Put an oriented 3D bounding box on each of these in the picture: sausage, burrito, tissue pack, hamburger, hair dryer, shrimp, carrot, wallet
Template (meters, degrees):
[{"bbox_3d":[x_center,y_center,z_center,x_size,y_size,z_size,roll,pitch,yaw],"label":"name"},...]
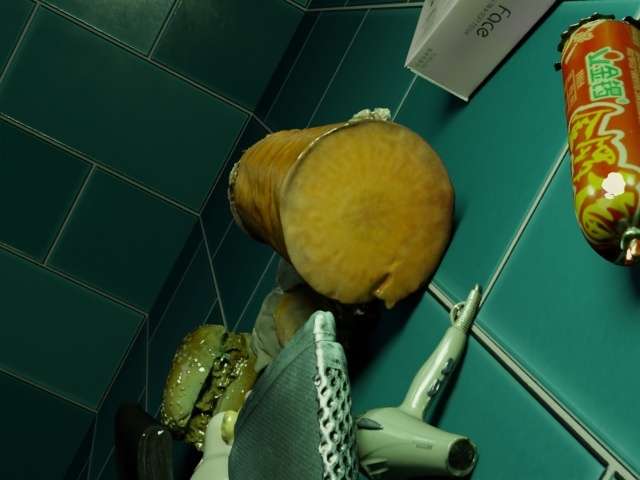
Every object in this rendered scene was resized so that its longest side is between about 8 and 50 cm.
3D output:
[{"bbox_3d":[0.217,-0.070,0.826,0.083,0.083,0.264,-54,16,37],"label":"sausage"},{"bbox_3d":[0.000,0.000,1.475,0.117,0.076,0.392,-59,-7,-64],"label":"burrito"},{"bbox_3d":[0.201,-0.290,1.289,0.246,0.092,0.148,-47,19,52],"label":"tissue pack"},{"bbox_3d":[-0.172,0.213,1.717,0.215,0.122,0.189,-134,68,-80],"label":"hamburger"},{"bbox_3d":[0.109,0.128,0.955,0.199,0.067,0.167,-50,20,-7],"label":"hair dryer"},{"bbox_3d":[0.014,0.106,1.234,0.117,0.066,0.262,-20,32,-3],"label":"shrimp"},{"bbox_3d":[0.014,-0.044,1.258,0.196,0.196,0.254,-63,20,1],"label":"carrot"},{"bbox_3d":[-0.267,0.373,1.725,0.406,0.062,0.228,167,100,-75],"label":"wallet"},{"bbox_3d":[-0.016,0.261,0.964,0.237,0.075,0.342,120,153,-47],"label":"wallet"}]

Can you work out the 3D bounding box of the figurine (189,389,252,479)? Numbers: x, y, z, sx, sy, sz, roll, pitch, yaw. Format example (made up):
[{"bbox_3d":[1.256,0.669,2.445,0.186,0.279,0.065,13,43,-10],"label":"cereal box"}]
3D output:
[{"bbox_3d":[-0.078,0.239,1.268,0.235,0.127,0.155,-86,2,-65],"label":"figurine"}]

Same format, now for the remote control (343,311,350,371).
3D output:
[{"bbox_3d":[0.007,0.130,1.341,0.078,0.042,0.221,-56,15,27],"label":"remote control"}]
